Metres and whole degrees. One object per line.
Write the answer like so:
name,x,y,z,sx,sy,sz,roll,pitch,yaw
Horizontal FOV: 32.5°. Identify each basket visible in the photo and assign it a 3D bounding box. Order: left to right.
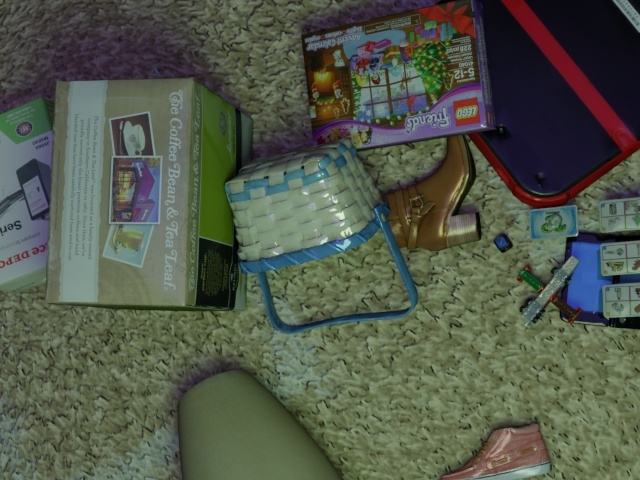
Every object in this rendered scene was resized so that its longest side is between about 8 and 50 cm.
basket,0.000,0.000,1.696,0.255,0.201,0.288,-10,103,25

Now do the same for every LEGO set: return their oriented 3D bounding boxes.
LEGO set,0.388,0.037,1.682,0.244,0.060,0.182,-6,75,26

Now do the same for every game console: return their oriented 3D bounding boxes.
game console,0.362,-0.281,1.735,0.342,0.060,0.386,-36,80,2
game console,0.437,0.059,1.669,0.085,0.124,0.143,7,86,-19

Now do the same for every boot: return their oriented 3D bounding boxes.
boot,0.169,-0.081,1.742,0.153,0.073,0.197,-6,78,17

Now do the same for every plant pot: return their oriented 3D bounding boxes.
plant pot,-0.111,0.346,1.684,0.257,0.256,0.274,-32,64,7

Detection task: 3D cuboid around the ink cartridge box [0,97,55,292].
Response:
ink cartridge box,-0.490,-0.072,1.844,0.199,0.115,0.272,-21,81,8

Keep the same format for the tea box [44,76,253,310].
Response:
tea box,-0.251,-0.057,1.691,0.220,0.323,0.328,1,84,11

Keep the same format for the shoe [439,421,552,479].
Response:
shoe,0.261,0.333,1.691,0.178,0.063,0.081,-13,81,4

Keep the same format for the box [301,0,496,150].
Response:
box,0.119,-0.252,1.726,0.293,0.057,0.200,-8,89,26
